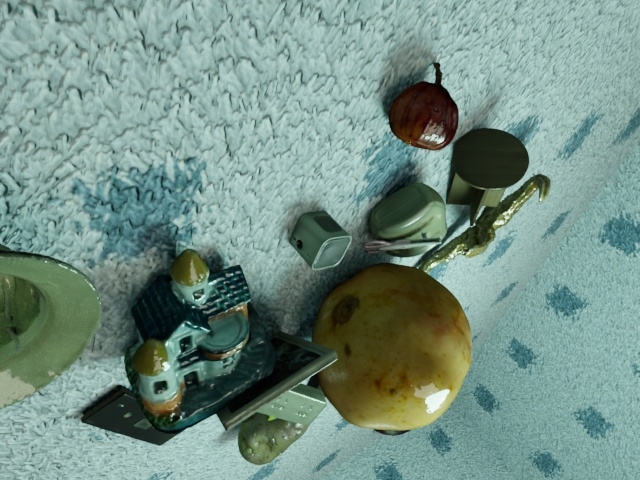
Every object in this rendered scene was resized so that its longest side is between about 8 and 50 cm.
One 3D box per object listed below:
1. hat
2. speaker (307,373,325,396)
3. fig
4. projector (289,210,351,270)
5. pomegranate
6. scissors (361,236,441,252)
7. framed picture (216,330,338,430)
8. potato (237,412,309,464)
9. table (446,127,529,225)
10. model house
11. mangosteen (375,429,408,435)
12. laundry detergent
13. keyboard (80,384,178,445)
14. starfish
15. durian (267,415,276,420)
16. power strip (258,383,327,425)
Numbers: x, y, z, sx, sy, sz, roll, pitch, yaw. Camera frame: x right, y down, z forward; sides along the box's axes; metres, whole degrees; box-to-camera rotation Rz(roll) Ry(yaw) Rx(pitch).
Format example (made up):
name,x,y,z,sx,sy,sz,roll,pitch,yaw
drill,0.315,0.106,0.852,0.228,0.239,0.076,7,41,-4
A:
name,x,y,z,sx,sy,sz,roll,pitch,yaw
hat,-0.391,0.071,0.474,0.257,0.130,0.257,-28,146,-21
speaker,0.007,0.467,1.460,0.082,0.044,0.218,-12,136,-40
fig,0.194,-0.226,0.782,0.150,0.128,0.128,-41,149,-14
projector,0.000,0.000,0.865,0.083,0.082,0.083,-8,134,-43
pomegranate,0.177,0.270,1.083,0.411,0.411,0.412,-28,145,-22
scissors,0.184,0.009,0.989,0.175,0.022,0.085,-6,160,13
framed picture,-0.127,0.271,0.910,0.240,0.021,0.324,-27,-173,-22
potato,-0.130,0.562,1.325,0.262,0.165,0.165,-34,147,-7
table,0.397,-0.142,1.086,0.167,0.167,0.227,-37,157,-9
model house,-0.206,0.141,0.729,0.252,0.184,0.292,-20,137,-27
mangosteen,0.244,0.547,1.602,0.329,0.330,0.330,-28,145,-22
laundry detergent,0.224,-0.030,1.062,0.181,0.091,0.253,-33,150,9
keyboard,-0.386,0.391,0.958,0.106,0.027,0.317,-32,147,-11
starfish,0.450,-0.014,1.247,0.432,0.082,0.324,-41,180,-5
durian,-0.099,0.369,1.189,0.221,0.095,0.137,-56,-179,17
power strip,-0.114,0.383,1.083,0.287,0.053,0.093,31,105,-33
